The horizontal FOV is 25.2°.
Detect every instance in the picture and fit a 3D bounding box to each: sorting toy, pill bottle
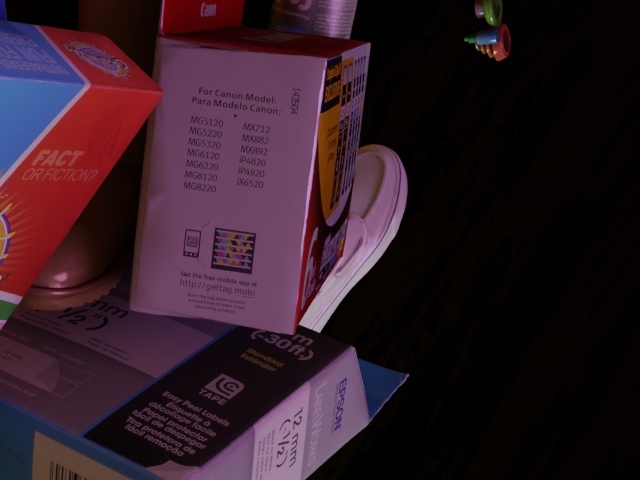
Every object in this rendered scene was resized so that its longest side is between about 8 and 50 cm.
[{"bbox_3d":[0.201,-0.261,1.746,0.061,0.042,0.102,-67,146,-43],"label":"sorting toy"},{"bbox_3d":[-0.008,-0.210,1.323,0.078,0.078,0.137,-16,122,-59],"label":"pill bottle"}]

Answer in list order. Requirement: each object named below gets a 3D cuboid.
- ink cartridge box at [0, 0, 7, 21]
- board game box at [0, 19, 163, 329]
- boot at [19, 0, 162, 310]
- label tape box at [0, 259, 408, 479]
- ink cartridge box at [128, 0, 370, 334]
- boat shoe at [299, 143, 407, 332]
[{"bbox_3d":[-0.247,-0.079,0.929,0.097,0.046,0.207,-39,153,-31],"label":"ink cartridge box"},{"bbox_3d":[-0.258,0.010,0.854,0.316,0.064,0.242,-53,163,17],"label":"board game box"},{"bbox_3d":[-0.169,-0.109,1.082,0.236,0.089,0.270,-50,151,-60],"label":"boot"},{"bbox_3d":[-0.112,0.108,1.148,0.347,0.249,0.115,-36,138,-49],"label":"label tape box"},{"bbox_3d":[-0.043,-0.097,1.146,0.309,0.130,0.272,-55,153,-77],"label":"ink cartridge box"},{"bbox_3d":[0.000,0.000,1.479,0.267,0.096,0.088,-53,155,-15],"label":"boat shoe"}]
